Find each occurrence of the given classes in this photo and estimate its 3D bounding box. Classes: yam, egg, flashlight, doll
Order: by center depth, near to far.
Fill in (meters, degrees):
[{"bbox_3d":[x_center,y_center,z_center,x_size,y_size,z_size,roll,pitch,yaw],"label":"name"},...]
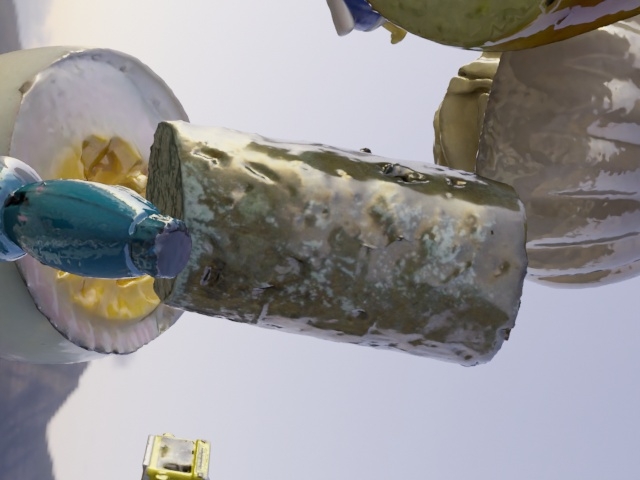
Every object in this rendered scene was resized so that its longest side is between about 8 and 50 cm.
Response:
[{"bbox_3d":[-0.115,-0.005,0.458,0.129,0.051,0.051,15,-80,30],"label":"flashlight"},{"bbox_3d":[0.000,0.000,0.540,0.107,0.194,0.107,-169,-90,-82],"label":"yam"},{"bbox_3d":[0.015,-0.207,0.802,0.057,0.142,0.099,-23,-134,53],"label":"doll"},{"bbox_3d":[-0.352,-0.032,1.182,0.339,0.354,0.355,-5,-105,29],"label":"egg"}]

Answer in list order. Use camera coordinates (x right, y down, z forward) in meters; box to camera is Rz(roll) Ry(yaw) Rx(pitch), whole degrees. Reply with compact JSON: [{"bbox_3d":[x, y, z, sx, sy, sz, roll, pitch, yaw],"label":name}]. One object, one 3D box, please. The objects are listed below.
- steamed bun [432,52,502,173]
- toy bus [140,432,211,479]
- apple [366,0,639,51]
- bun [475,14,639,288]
[{"bbox_3d":[0.249,-0.094,1.191,0.289,0.276,0.203,-43,178,42],"label":"steamed bun"},{"bbox_3d":[-0.159,0.302,1.016,0.081,0.074,0.226,-92,-162,-68],"label":"toy bus"},{"bbox_3d":[0.109,-0.276,0.594,0.179,0.254,0.346,126,-45,-80],"label":"apple"},{"bbox_3d":[0.242,-0.075,0.752,0.175,0.263,0.263,16,-78,31],"label":"bun"}]
